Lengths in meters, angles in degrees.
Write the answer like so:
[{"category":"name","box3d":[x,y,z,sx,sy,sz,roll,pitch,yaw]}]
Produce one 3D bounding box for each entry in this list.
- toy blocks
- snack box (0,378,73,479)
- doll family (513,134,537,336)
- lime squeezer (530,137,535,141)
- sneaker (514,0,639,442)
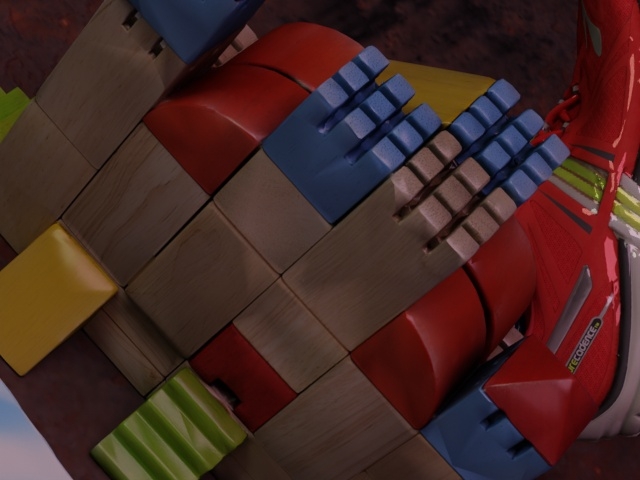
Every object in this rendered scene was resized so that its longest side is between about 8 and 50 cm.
[{"category":"toy blocks","box3d":[0.000,0.000,0.805,0.381,0.261,0.191,48,47,0]},{"category":"snack box","box3d":[-0.162,0.184,0.713,0.187,0.060,0.322,-33,84,-43]},{"category":"doll family","box3d":[0.153,0.004,1.024,0.263,0.118,0.163,8,63,-3]},{"category":"lime squeezer","box3d":[-0.009,-0.086,0.951,0.310,0.059,0.110,25,69,6]},{"category":"sneaker","box3d":[0.135,-0.032,0.905,0.118,0.107,0.279,4,77,7]}]
